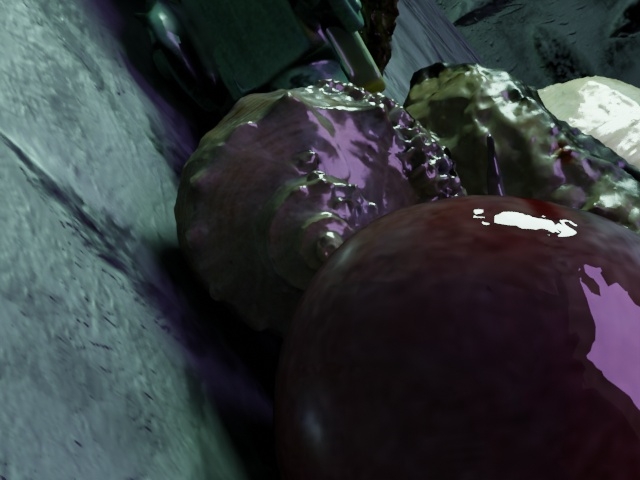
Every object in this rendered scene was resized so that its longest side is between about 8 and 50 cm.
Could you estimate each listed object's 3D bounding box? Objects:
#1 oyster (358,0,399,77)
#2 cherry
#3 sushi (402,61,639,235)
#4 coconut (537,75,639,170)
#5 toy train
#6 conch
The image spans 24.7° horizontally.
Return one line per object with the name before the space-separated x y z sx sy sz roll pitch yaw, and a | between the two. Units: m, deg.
oyster | 0.029 -0.142 1.054 0.086 0.029 0.132 -137 -132 -68
cherry | 0.086 0.088 0.646 0.236 0.213 0.285 11 65 -42
sushi | 0.158 0.017 1.079 0.171 0.211 0.350 26 24 -53
coconut | 0.286 -0.025 1.482 0.297 0.254 0.297 50 15 -19
toy train | -0.070 -0.210 1.027 0.369 0.150 0.237 63 6 18
conch | 0.000 0.000 0.811 0.245 0.163 0.178 -141 -136 -77
